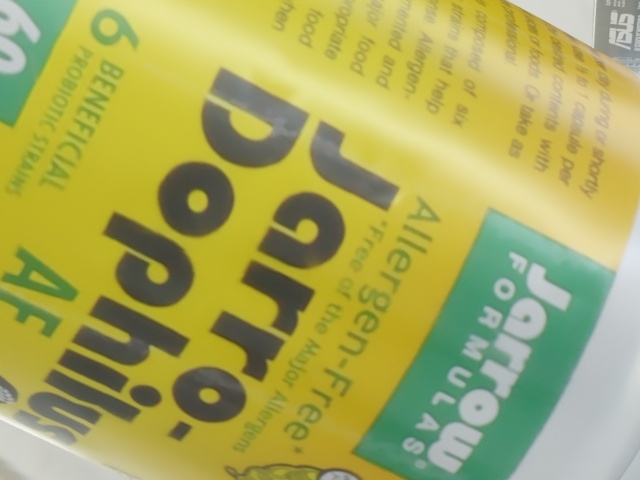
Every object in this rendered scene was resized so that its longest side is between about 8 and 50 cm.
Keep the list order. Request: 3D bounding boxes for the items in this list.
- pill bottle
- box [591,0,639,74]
[{"bbox_3d":[0.000,0.000,0.379,0.208,0.118,0.117,28,-30,-13],"label":"pill bottle"},{"bbox_3d":[0.193,-0.235,1.008,0.076,0.242,0.307,8,-11,9],"label":"box"}]
